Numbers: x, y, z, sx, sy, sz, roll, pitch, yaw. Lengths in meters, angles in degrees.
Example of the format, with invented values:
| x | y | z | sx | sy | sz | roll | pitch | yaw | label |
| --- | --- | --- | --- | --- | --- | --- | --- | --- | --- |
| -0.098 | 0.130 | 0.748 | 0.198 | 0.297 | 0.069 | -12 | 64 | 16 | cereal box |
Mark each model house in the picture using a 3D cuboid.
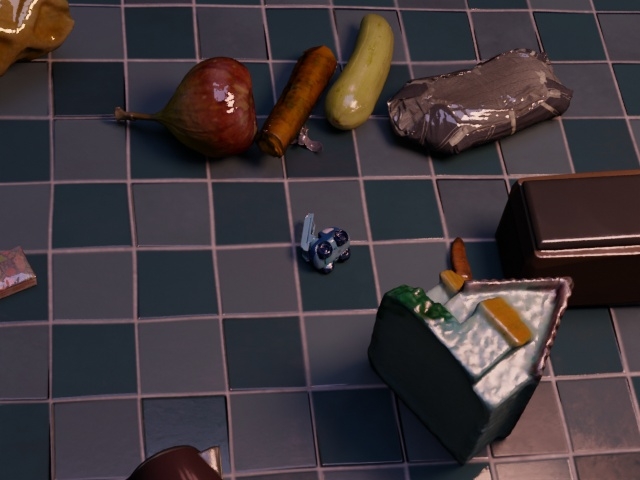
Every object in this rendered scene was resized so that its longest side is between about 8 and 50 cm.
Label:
| x | y | z | sx | sy | sz | roll | pitch | yaw | label |
| --- | --- | --- | --- | --- | --- | --- | --- | --- | --- |
| 0.238 | 0.129 | 1.748 | 0.249 | 0.280 | 0.230 | -37 | 71 | -21 | model house |

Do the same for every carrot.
| x | y | z | sx | sy | sz | roll | pitch | yaw | label |
| --- | --- | --- | --- | --- | --- | --- | --- | --- | --- |
| 0.222 | 0.060 | 1.938 | 0.035 | 0.036 | 0.165 | 6 | 55 | -6 | carrot |
| -0.039 | -0.232 | 2.040 | 0.070 | 0.070 | 0.260 | 22 | 49 | 5 | carrot |

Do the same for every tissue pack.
| x | y | z | sx | sy | sz | roll | pitch | yaw | label |
| --- | --- | --- | --- | --- | --- | --- | --- | --- | --- |
| -0.469 | 0.050 | 1.824 | 0.083 | 0.035 | 0.063 | -24 | 65 | -22 | tissue pack |

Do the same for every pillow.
| x | y | z | sx | sy | sz | roll | pitch | yaw | label |
| --- | --- | --- | --- | --- | --- | --- | --- | --- | --- |
| 0.274 | -0.237 | 2.100 | 0.335 | 0.092 | 0.161 | -22 | 58 | -21 | pillow |

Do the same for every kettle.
| x | y | z | sx | sy | sz | roll | pitch | yaw | label |
| --- | --- | --- | --- | --- | --- | --- | --- | --- | --- |
| -0.180 | 0.395 | 1.612 | 0.202 | 0.144 | 0.232 | -35 | 59 | 6 | kettle |

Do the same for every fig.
| x | y | z | sx | sy | sz | roll | pitch | yaw | label |
| --- | --- | --- | --- | --- | --- | --- | --- | --- | --- |
| -0.202 | -0.210 | 1.992 | 0.230 | 0.160 | 0.143 | 0 | 22 | 35 | fig |

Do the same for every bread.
| x | y | z | sx | sy | sz | roll | pitch | yaw | label |
| --- | --- | --- | --- | --- | --- | --- | --- | --- | --- |
| -0.547 | -0.347 | 1.973 | 0.252 | 0.196 | 0.238 | -29 | 71 | -22 | bread |

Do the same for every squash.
| x | y | z | sx | sy | sz | roll | pitch | yaw | label |
| --- | --- | --- | --- | --- | --- | --- | --- | --- | --- |
| 0.071 | -0.285 | 2.105 | 0.083 | 0.083 | 0.250 | 20 | 54 | 3 | squash |

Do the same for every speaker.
| x | y | z | sx | sy | sz | roll | pitch | yaw | label |
| --- | --- | --- | --- | --- | --- | --- | --- | --- | --- |
| 0.407 | 0.000 | 1.918 | 0.230 | 0.192 | 0.153 | -3 | 59 | -7 | speaker |

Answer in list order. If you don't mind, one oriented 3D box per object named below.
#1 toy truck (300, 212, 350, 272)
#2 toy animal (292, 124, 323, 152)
| x | y | z | sx | sy | sz | roll | pitch | yaw | label |
| --- | --- | --- | --- | --- | --- | --- | --- | --- | --- |
| 0.000 | 0.000 | 1.929 | 0.073 | 0.056 | 0.090 | -36 | 57 | -21 | toy truck |
| -0.030 | -0.175 | 2.046 | 0.084 | 0.028 | 0.050 | 20 | 65 | 2 | toy animal |
